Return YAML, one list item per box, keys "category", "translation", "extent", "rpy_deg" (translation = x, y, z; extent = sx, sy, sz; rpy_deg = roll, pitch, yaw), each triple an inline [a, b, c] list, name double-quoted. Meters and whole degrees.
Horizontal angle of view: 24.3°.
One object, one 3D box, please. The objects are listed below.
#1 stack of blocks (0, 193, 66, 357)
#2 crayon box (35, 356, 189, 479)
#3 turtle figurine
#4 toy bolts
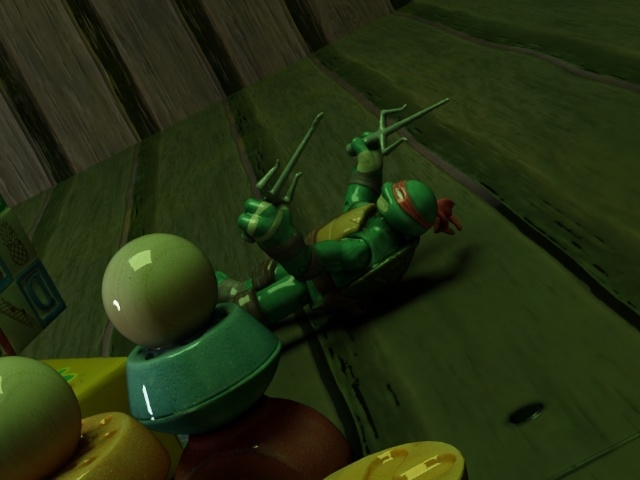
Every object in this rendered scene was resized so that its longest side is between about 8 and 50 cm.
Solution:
- category: "stack of blocks"
  translation: [-0.294, 0.043, 0.948]
  extent: [0.087, 0.171, 0.297]
  rpy_deg: [-22, 13, 22]
- category: "crayon box"
  translation: [-0.225, 0.162, 0.910]
  extent: [0.323, 0.083, 0.203]
  rpy_deg: [-35, 15, -32]
- category: "turtle figurine"
  translation: [0.000, 0.000, 1.023]
  extent: [0.234, 0.118, 0.175]
  rpy_deg: [-38, -8, 26]
- category: "toy bolts"
  translation: [-0.051, 0.080, 0.707]
  extent: [0.218, 0.158, 0.228]
  rpy_deg: [-24, 13, 14]
